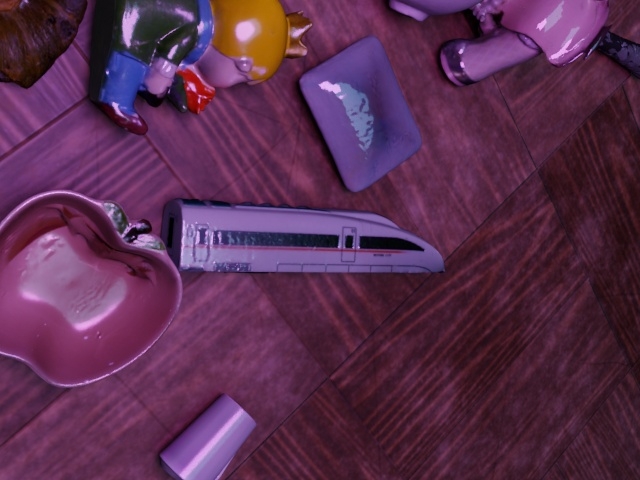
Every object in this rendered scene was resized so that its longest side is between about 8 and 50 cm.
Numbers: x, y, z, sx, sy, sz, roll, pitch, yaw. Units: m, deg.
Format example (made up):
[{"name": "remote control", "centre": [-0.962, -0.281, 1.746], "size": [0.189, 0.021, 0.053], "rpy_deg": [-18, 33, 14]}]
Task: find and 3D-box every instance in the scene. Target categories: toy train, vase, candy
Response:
[{"name": "toy train", "centre": [0.000, 0.000, 0.852], "size": [0.407, 0.086, 0.088], "rpy_deg": [3, 91, -30]}, {"name": "vase", "centre": [0.508, -0.328, 1.100], "size": [0.167, 0.059, 0.059], "rpy_deg": [12, 92, -30]}, {"name": "candy", "centre": [0.058, -0.168, 0.862], "size": [0.138, 0.071, 0.174], "rpy_deg": [-36, 113, -21]}]

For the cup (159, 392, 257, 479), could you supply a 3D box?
[{"name": "cup", "centre": [-0.138, 0.267, 0.831], "size": [0.116, 0.074, 0.104], "rpy_deg": [-46, 141, -21]}]

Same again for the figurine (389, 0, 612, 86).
[{"name": "figurine", "centre": [0.205, -0.387, 0.829], "size": [0.361, 0.211, 0.253], "rpy_deg": [34, 81, -30]}]

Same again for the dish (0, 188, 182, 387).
[{"name": "dish", "centre": [-0.266, 0.044, 0.704], "size": [0.213, 0.090, 0.213], "rpy_deg": [-6, 102, -27]}]

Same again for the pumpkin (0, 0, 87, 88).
[{"name": "pumpkin", "centre": [-0.381, -0.268, 0.594], "size": [0.139, 0.190, 0.280], "rpy_deg": [-64, 163, -6]}]

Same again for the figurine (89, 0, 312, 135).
[{"name": "figurine", "centre": [-0.130, -0.203, 0.728], "size": [0.234, 0.127, 0.185], "rpy_deg": [1, 102, -40]}]
